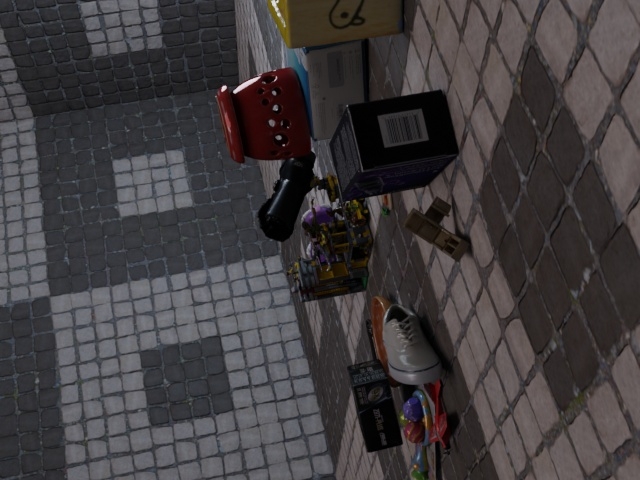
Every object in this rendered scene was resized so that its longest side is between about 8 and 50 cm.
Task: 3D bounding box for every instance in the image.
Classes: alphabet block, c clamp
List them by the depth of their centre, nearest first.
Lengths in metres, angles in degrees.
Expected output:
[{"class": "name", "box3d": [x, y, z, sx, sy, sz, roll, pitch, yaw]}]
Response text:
[{"class": "alphabet block", "box3d": [0.017, -0.450, 1.477, 0.193, 0.197, 0.192, -112, 14, -53]}, {"class": "c clamp", "box3d": [0.136, 0.266, 2.145, 0.137, 0.022, 0.160, 106, 151, -82]}]

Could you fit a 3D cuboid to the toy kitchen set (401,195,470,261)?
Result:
[{"class": "toy kitchen set", "box3d": [0.184, -0.024, 1.353, 0.068, 0.083, 0.075, -57, 16, 4]}]

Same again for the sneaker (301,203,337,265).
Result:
[{"class": "sneaker", "box3d": [0.012, 0.002, 2.416, 0.236, 0.095, 0.104, 83, 165, -50]}]

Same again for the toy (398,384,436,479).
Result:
[{"class": "toy", "box3d": [0.191, 0.378, 1.793, 0.137, 0.056, 0.237, -124, 25, -67]}]

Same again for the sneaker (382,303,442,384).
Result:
[{"class": "sneaker", "box3d": [0.158, 0.190, 1.658, 0.258, 0.094, 0.091, -129, 25, -74]}]

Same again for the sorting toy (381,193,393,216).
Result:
[{"class": "sorting toy", "box3d": [0.130, -0.083, 1.783, 0.062, 0.012, 0.083, -126, 27, -69]}]

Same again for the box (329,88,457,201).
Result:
[{"class": "box", "box3d": [0.108, -0.144, 1.402, 0.207, 0.153, 0.108, 119, 139, -78]}]

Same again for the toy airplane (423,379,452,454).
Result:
[{"class": "toy airplane", "box3d": [0.218, 0.322, 1.644, 0.151, 0.028, 0.151, 171, 90, -80]}]

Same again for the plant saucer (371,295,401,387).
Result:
[{"class": "plant saucer", "box3d": [0.152, 0.215, 1.914, 0.200, 0.037, 0.199, 169, 90, -81]}]

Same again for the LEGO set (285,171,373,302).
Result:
[{"class": "LEGO set", "box3d": [0.000, 0.000, 2.121, 0.331, 0.192, 0.254, 102, 156, -67]}]

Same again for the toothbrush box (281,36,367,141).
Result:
[{"class": "toothbrush box", "box3d": [0.002, -0.382, 1.879, 0.295, 0.126, 0.216, -112, 13, -50]}]

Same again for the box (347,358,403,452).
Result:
[{"class": "box", "box3d": [0.114, 0.347, 1.891, 0.180, 0.078, 0.147, -117, 14, -85]}]

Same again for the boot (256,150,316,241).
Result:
[{"class": "boot", "box3d": [-0.084, -0.093, 2.133, 0.246, 0.094, 0.207, 111, -179, -73]}]

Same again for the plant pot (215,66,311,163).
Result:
[{"class": "plant pot", "box3d": [-0.121, -0.255, 1.881, 0.191, 0.174, 0.191, 165, 90, -83]}]
